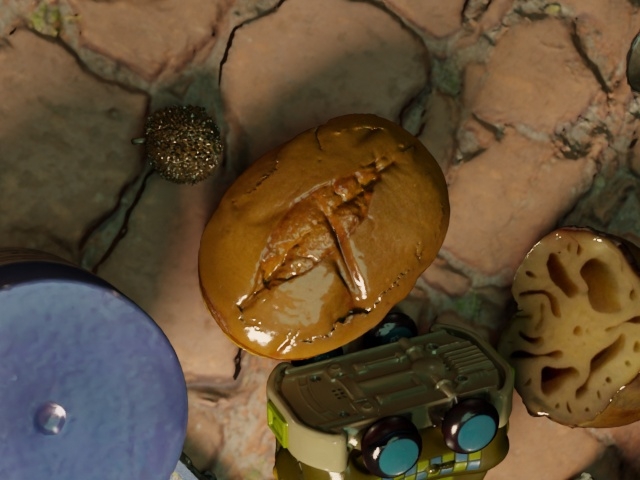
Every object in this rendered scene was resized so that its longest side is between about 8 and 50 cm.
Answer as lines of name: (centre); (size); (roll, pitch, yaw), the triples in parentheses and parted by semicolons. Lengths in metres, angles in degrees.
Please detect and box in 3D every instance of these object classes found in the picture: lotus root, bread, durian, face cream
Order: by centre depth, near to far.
face cream: (-0.265, 0.138, 1.467); (0.249, 0.225, 0.249); (-2, 97, -19)
durian: (-0.139, -0.093, 1.577); (0.091, 0.080, 0.080); (-2, 96, -3)
bread: (0.000, 0.000, 1.581); (0.270, 0.142, 0.195); (-39, 88, -18)
lotus root: (0.307, 0.096, 1.725); (0.188, 0.199, 0.180); (-44, 150, 23)

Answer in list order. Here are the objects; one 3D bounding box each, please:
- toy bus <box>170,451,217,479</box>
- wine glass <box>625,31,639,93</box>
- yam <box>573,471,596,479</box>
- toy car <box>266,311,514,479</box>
toy bus: (-0.148, 0.236, 1.613); (0.061, 0.051, 0.153); (-41, 107, 1)
wine glass: (0.435, -0.172, 1.760); (0.183, 0.122, 0.122); (27, 85, -25)
yam: (0.338, 0.376, 1.777); (0.106, 0.106, 0.259); (-45, 106, -11)
toy car: (0.070, 0.208, 1.634); (0.248, 0.204, 0.198); (-12, 121, -21)
